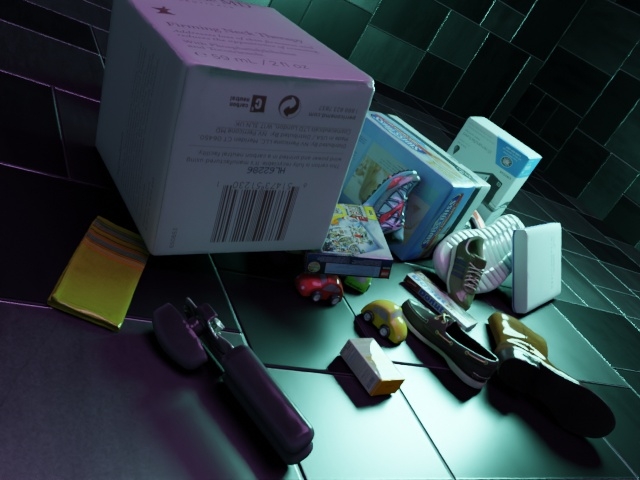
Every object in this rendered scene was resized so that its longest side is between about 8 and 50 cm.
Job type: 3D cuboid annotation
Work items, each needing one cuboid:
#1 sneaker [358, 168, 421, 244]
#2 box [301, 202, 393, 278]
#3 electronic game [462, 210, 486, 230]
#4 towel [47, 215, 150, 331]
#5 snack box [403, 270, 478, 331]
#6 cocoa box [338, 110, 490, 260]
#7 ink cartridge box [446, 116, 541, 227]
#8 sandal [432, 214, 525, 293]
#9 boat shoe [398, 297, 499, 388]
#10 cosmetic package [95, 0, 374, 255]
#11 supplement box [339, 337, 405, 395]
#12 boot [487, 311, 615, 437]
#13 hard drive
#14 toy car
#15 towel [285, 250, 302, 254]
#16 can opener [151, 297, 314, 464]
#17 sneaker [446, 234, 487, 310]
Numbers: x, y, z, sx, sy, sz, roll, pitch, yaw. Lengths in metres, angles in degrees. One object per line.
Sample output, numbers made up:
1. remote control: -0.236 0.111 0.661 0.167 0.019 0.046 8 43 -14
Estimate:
1. sneaker: 0.146 -0.046 1.489 0.125 0.262 0.104 43 -16 9
2. box: 0.040 -0.007 1.305 0.159 0.044 0.233 4 27 -8
3. electronic game: 0.381 -0.042 1.846 0.229 0.048 0.229 21 50 -27
4. towel: -0.313 0.041 0.974 0.102 0.021 0.237 24 24 -14
5. snack box: 0.265 0.135 1.477 0.178 0.022 0.064 43 27 25
6. cocoa box: 0.199 -0.144 1.691 0.347 0.231 0.228 43 26 26
7. ink cartridge box: 0.470 -0.184 2.002 0.223 0.307 0.129 40 27 20
8. sandal: 0.417 0.048 1.731 0.416 0.102 0.169 -17 75 -42
9. boat shoe: 0.247 0.184 1.296 0.228 0.069 0.081 44 26 27
10. cosmetic package: -0.176 -0.215 1.173 0.329 0.327 0.394 -3 35 -32
11. supplement box: 0.085 0.207 1.096 0.062 0.036 0.098 7 33 -43
12. boot: 0.474 0.276 1.407 0.264 0.096 0.280 25 15 5
13. hard drive: 0.586 0.066 1.793 0.040 0.210 0.318 2 5 34
14. toy car: 0.073 0.084 1.308 0.239 0.053 0.225 29 23 -6
15. towel: 0.000 0.000 1.364 0.148 0.027 0.110 4 26 -2
16. can opener: -0.117 0.184 0.883 0.093 0.074 0.280 -34 60 -27
17. sneaker: 0.342 0.067 1.532 0.064 0.086 0.192 28 49 -20
